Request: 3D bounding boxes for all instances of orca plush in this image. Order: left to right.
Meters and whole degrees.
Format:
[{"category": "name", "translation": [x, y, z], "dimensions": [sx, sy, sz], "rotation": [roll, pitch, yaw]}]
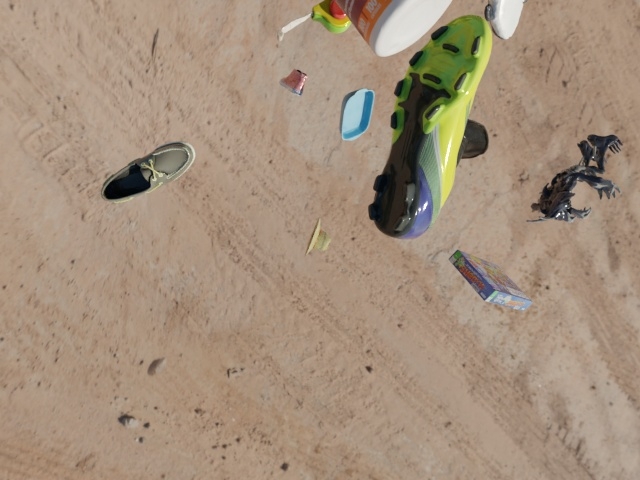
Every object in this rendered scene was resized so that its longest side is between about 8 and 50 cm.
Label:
[{"category": "orca plush", "translation": [0.476, -0.698, 1.139], "dimensions": [0.151, 0.102, 0.287], "rotation": [-45, 138, 10]}]

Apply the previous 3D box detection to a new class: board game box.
[{"category": "board game box", "translation": [0.409, 0.097, 0.994], "dimensions": [0.201, 0.136, 0.035], "rotation": [17, 120, -39]}]

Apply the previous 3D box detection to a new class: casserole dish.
[{"category": "casserole dish", "translation": [0.107, -0.398, 1.300], "dimensions": [0.114, 0.037, 0.188], "rotation": [-27, 151, -21]}]

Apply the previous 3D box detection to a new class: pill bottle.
[{"category": "pill bottle", "translation": [0.101, -0.641, 0.932], "dimensions": [0.224, 0.224, 0.392], "rotation": [-34, 85, -16]}]

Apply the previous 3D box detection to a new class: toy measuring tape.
[{"category": "toy measuring tape", "translation": [0.009, -0.768, 1.471], "dimensions": [0.330, 0.121, 0.121], "rotation": [-34, 110, -5]}]

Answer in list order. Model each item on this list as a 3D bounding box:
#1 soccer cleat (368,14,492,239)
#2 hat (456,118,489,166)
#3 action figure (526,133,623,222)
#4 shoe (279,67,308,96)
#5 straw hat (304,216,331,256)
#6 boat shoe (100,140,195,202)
[{"category": "soccer cleat", "translation": [0.149, -0.138, 0.553], "dimensions": [0.121, 0.093, 0.289], "rotation": [-4, 118, -48]}, {"category": "hat", "translation": [0.410, -0.320, 1.460], "dimensions": [0.331, 0.331, 0.133], "rotation": [26, 72, -25]}, {"category": "action figure", "translation": [0.624, -0.125, 1.000], "dimensions": [0.141, 0.164, 0.275], "rotation": [38, 80, 8]}, {"category": "shoe", "translation": [-0.100, -0.613, 1.584], "dimensions": [0.064, 0.178, 0.081], "rotation": [13, 114, -32]}, {"category": "straw hat", "translation": [0.000, 0.000, 1.322], "dimensions": [0.061, 0.144, 0.144], "rotation": [20, 90, -4]}, {"category": "boat shoe", "translation": [-0.518, -0.200, 1.249], "dimensions": [0.305, 0.091, 0.109], "rotation": [-26, 111, 8]}]
